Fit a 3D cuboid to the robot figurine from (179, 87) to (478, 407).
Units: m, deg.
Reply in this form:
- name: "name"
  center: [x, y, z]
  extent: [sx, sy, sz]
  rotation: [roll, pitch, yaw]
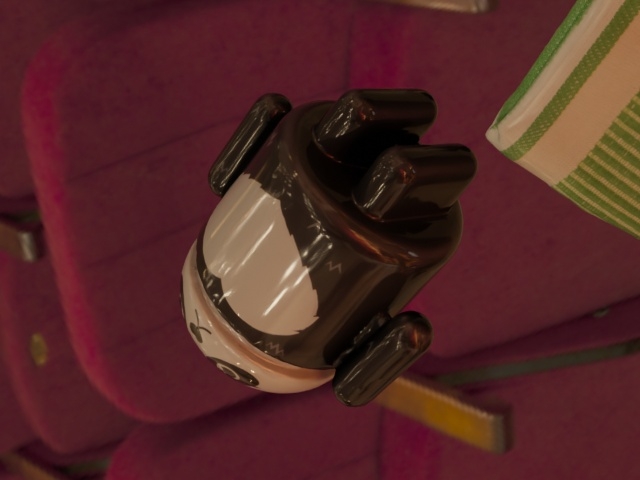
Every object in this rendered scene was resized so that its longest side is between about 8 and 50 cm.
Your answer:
- name: "robot figurine"
  center: [-0.001, 0.002, 0.985]
  extent: [0.174, 0.209, 0.278]
  rotation: [26, 128, -18]

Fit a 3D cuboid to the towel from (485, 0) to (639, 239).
- name: "towel"
  center: [0.280, -0.067, 0.639]
  extent: [0.325, 0.038, 0.248]
  rotation: [23, 127, -13]
